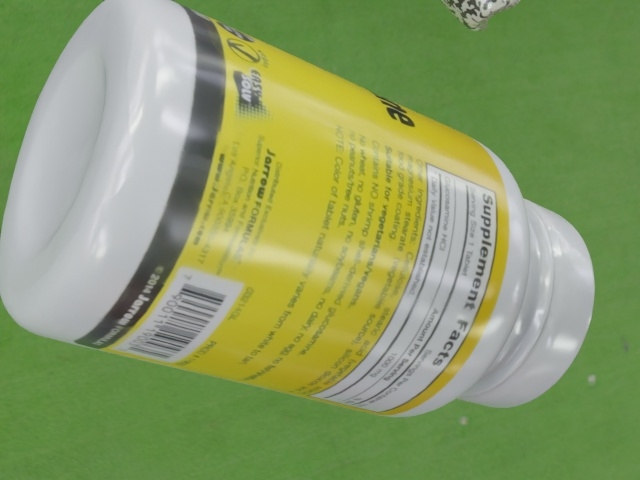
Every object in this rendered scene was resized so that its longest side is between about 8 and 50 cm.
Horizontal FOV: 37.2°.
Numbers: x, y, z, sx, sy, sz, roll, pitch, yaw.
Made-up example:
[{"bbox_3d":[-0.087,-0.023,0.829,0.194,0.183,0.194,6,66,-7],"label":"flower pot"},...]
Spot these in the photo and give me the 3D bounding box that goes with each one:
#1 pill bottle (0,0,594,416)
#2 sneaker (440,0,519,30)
[{"bbox_3d":[0.000,0.000,0.572,0.333,0.188,0.188,19,74,-32],"label":"pill bottle"},{"bbox_3d":[0.152,-0.264,0.682,0.182,0.158,0.410,52,54,-5],"label":"sneaker"}]
